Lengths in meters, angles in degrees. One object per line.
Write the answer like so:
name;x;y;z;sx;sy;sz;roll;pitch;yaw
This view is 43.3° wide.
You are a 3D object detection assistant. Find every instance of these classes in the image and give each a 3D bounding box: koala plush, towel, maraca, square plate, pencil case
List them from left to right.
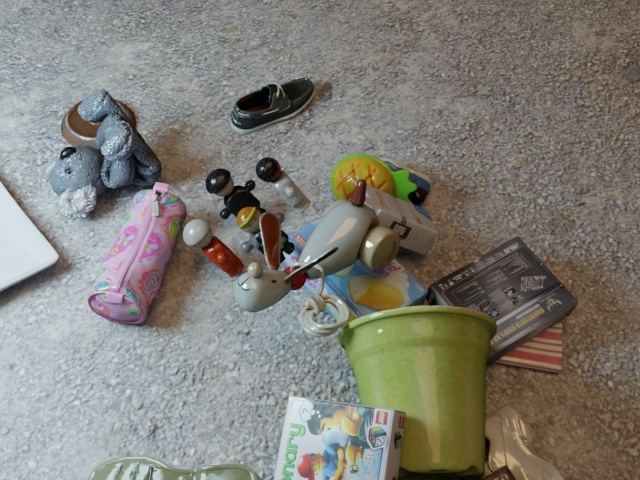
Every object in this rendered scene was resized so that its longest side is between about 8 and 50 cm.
square plate;-0.747;0.020;1.579;0.347;0.049;0.344;-32;61;-25
koala plush;-0.465;-0.155;1.679;0.221;0.203;0.196;-36;52;-4
pencil case;-0.351;0.023;1.567;0.124;0.124;0.284;13;54;5
maraca;0.111;-0.115;1.712;0.186;0.127;0.099;16;22;12
towel;0.403;0.164;1.585;0.144;0.029;0.197;10;56;3

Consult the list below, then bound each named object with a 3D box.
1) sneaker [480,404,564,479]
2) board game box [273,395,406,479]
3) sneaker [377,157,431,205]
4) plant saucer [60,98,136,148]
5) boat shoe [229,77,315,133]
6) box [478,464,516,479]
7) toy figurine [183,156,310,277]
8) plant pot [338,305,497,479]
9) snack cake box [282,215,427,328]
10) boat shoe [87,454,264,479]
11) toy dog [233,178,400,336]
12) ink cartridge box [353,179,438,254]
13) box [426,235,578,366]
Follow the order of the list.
sneaker;0.334;0.401;1.373;0.115;0.090;0.232;-23;50;-12
board game box;0.016;0.403;1.239;0.193;0.053;0.305;1;73;31
sneaker;0.162;-0.124;1.758;0.152;0.058;0.084;21;46;3
plant saucer;-0.506;-0.272;1.831;0.169;0.029;0.168;2;52;-3
boat shoe;-0.106;-0.328;1.878;0.233;0.079;0.084;-30;59;-26
box;0.292;0.558;1.202;0.191;0.143;0.381;-22;62;-19
toy figurine;-0.144;-0.053;1.573;0.210;0.148;0.213;-14;42;40
plant pot;0.174;0.275;1.357;0.276;0.276;0.253;0;65;-5
snack cake box;0.064;0.072;1.585;0.152;0.089;0.264;-32;62;-24
boat shoe;-0.228;0.415;1.293;0.302;0.103;0.113;-1;56;18
toy dog;0.000;0.000;1.438;0.220;0.160;0.333;16;39;24
ink cartridge box;0.139;-0.047;1.635;0.180;0.060;0.104;21;26;-22
box;0.350;0.115;1.562;0.231;0.056;0.183;-27;63;-21
